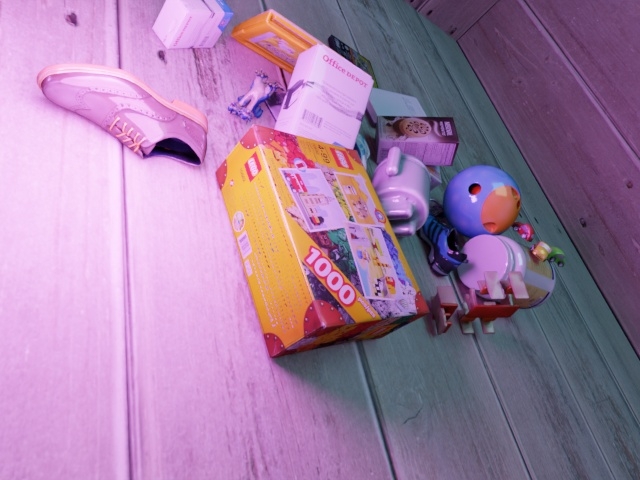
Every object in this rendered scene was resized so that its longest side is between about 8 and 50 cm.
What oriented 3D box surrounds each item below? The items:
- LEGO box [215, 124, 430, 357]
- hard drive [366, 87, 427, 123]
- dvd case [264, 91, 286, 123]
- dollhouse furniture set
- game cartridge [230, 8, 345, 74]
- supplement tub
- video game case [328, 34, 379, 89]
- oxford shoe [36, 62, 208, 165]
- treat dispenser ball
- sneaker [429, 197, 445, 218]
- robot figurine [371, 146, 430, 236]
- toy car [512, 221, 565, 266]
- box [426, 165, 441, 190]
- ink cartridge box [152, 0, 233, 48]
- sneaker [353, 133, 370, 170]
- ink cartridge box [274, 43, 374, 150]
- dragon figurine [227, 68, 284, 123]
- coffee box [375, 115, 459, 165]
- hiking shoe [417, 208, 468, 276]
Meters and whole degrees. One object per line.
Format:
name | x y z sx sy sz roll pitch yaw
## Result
LEGO box | 0.000 0.000 1.101 0.372 0.193 0.500 2 59 -44
hard drive | 0.333 -0.578 1.966 0.318 0.040 0.210 0 57 -32
dvd case | -0.096 -0.403 1.476 0.164 0.018 0.221 -13 70 -49
dollhouse furniture set | 0.487 0.221 1.394 0.259 0.262 0.135 1 55 -5
game cartridge | -0.116 -0.626 1.452 0.285 0.323 0.053 20 92 -33
supplement tub | 0.697 0.118 1.674 0.331 0.241 0.241 18 48 -35
video game case | 0.153 -0.788 2.030 0.248 0.035 0.275 19 47 -34
oxford shoe | -0.406 -0.263 0.964 0.363 0.130 0.133 12 58 -39
treat dispenser ball | 0.623 -0.147 1.728 0.288 0.288 0.288 26 44 -29
sneaker | 0.461 -0.125 1.788 0.135 0.052 0.058 21 51 -33
robot figurine | 0.265 -0.158 1.492 0.354 0.199 0.300 -71 155 -48
toy car | 0.848 0.026 1.678 0.224 0.053 0.239 28 27 -19
box | 0.412 -0.296 1.824 0.103 0.114 0.203 31 43 -25
ink cartridge box | -0.367 -0.635 1.290 0.082 0.139 0.190 54 38 2
sneaker | 0.135 -0.301 1.572 0.092 0.087 0.229 22 48 -35
ink cartridge box | 0.006 -0.388 1.351 0.223 0.129 0.308 21 85 -33
dragon figurine | -0.193 -0.433 1.344 0.085 0.144 0.289 40 20 -10
coffee box | 0.366 -0.388 1.726 0.297 0.119 0.168 2 49 1
hiking shoe | 0.434 -0.026 1.611 0.113 0.132 0.304 7 56 -42
